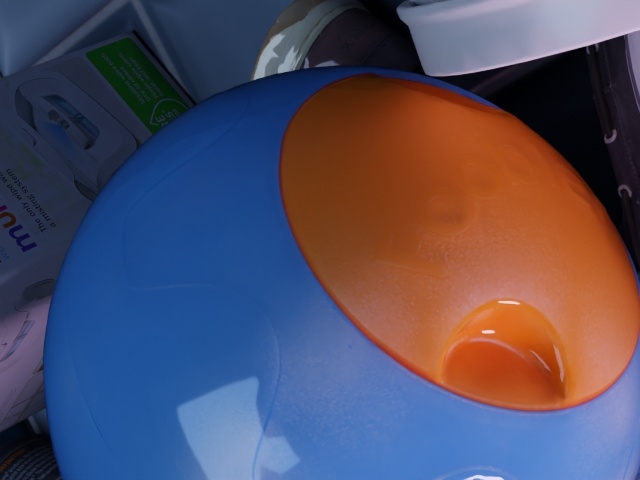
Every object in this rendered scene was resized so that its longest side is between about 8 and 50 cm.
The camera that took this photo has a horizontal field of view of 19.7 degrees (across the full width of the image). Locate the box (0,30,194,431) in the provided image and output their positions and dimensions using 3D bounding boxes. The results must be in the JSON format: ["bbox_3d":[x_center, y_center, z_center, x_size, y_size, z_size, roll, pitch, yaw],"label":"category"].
[{"bbox_3d":[-0.210,0.023,1.175,0.127,0.231,0.262,50,136,13],"label":"box"}]

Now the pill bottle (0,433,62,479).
[{"bbox_3d":[-0.171,0.213,1.305,0.246,0.130,0.130,15,119,39],"label":"pill bottle"}]

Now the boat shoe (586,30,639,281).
[{"bbox_3d":[0.175,-0.009,0.894,0.076,0.080,0.228,-15,91,57],"label":"boat shoe"}]

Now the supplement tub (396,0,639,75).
[{"bbox_3d":[0.087,-0.251,0.752,0.235,0.235,0.324,-9,103,46],"label":"supplement tub"}]

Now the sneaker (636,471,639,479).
[{"bbox_3d":[0.253,0.189,0.897,0.305,0.114,0.152,34,129,28],"label":"sneaker"}]

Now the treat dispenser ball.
[{"bbox_3d":[0.013,0.061,0.877,0.288,0.288,0.288,21,123,36],"label":"treat dispenser ball"}]

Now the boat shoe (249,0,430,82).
[{"bbox_3d":[0.000,0.000,1.059,0.092,0.103,0.285,33,124,35],"label":"boat shoe"}]
